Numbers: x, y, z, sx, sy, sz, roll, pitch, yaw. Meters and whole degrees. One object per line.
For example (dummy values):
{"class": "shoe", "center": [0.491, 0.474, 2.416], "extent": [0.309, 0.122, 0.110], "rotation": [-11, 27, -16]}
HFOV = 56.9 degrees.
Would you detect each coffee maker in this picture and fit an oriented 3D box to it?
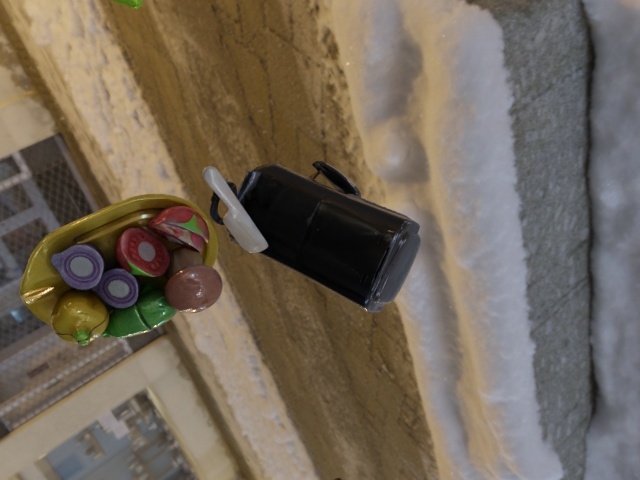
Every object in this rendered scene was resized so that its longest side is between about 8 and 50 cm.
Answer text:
{"class": "coffee maker", "center": [0.000, 0.000, 0.624], "extent": [0.178, 0.171, 0.120], "rotation": [25, 117, 22]}

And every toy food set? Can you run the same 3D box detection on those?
{"class": "toy food set", "center": [-0.152, 0.031, 0.524], "extent": [0.071, 0.218, 0.128], "rotation": [55, 169, 47]}

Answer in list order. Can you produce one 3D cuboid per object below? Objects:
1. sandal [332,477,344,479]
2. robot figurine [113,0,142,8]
{"class": "sandal", "center": [0.038, 0.327, 0.610], "extent": [0.067, 0.040, 0.179], "rotation": [8, 123, 60]}
{"class": "robot figurine", "center": [-0.196, -0.292, 0.595], "extent": [0.067, 0.115, 0.101], "rotation": [31, 113, 19]}
